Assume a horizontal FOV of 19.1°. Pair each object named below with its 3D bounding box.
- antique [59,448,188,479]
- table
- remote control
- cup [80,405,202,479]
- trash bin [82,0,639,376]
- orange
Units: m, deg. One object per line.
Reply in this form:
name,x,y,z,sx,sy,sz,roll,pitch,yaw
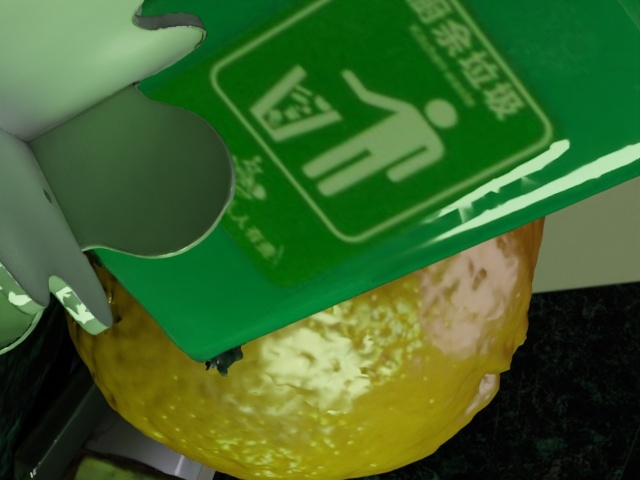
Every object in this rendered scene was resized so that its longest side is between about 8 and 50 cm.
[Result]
antique,-0.183,0.320,1.465,0.150,0.125,0.284,96,12,-68
table,-0.128,-0.048,0.611,0.198,0.166,0.167,36,71,-77
remote control,-0.154,0.089,1.373,0.063,0.025,0.245,94,22,-49
cup,-0.148,0.146,1.581,0.099,0.136,0.133,43,54,-38
trash bin,0.046,-0.133,0.900,0.381,0.259,0.295,-29,-159,30
orange,0.000,0.000,1.257,0.341,0.293,0.340,-61,-175,10
